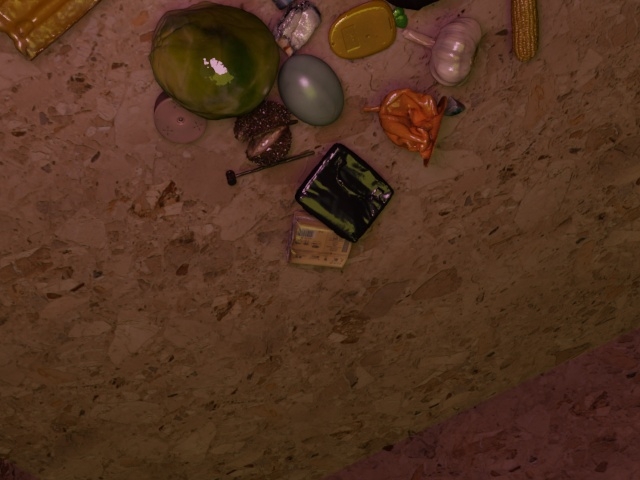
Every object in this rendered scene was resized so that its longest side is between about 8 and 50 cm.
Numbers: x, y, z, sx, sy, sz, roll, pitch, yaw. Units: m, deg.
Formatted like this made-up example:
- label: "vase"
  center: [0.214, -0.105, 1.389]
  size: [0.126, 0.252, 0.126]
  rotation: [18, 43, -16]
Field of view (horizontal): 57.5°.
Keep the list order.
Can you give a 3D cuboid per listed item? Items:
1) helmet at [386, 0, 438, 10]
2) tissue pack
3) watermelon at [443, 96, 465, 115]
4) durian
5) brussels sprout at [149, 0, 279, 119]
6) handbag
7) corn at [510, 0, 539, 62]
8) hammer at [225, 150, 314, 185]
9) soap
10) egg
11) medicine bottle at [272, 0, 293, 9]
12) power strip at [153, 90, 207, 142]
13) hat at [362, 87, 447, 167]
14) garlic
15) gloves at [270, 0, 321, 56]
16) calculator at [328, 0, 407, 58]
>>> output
- label: "helmet"
  center: [0.206, -0.710, 1.489]
  size: [0.305, 0.225, 0.177]
  rotation: [20, 149, -14]
- label: "tissue pack"
  center: [0.000, 0.000, 2.022]
  size: [0.222, 0.090, 0.186]
  rotation: [4, 121, -17]
- label: "watermelon"
  center: [0.417, -0.424, 1.829]
  size: [0.085, 0.085, 0.061]
  rotation: [-21, 92, 3]
- label: "durian"
  center: [-0.153, -0.320, 1.718]
  size: [0.196, 0.167, 0.196]
  rotation: [-17, 129, -22]
- label: "brussels sprout"
  center: [-0.274, -0.461, 1.515]
  size: [0.344, 0.344, 0.268]
  rotation: [-7, 136, -7]
- label: "handbag"
  center: [0.079, -0.152, 1.895]
  size: [0.275, 0.088, 0.244]
  rotation: [37, 94, -19]
- label: "corn"
  center: [0.596, -0.633, 1.700]
  size: [0.080, 0.080, 0.238]
  rotation: [-17, 129, 0]
- label: "hammer"
  center: [-0.157, -0.237, 1.847]
  size: [0.292, 0.058, 0.029]
  rotation: [-17, 133, -5]
- label: "soap"
  center: [-0.669, -0.648, 1.368]
  size: [0.335, 0.156, 0.293]
  rotation: [-35, 122, 13]
- label: "egg"
  center: [-0.025, -0.424, 1.660]
  size: [0.168, 0.168, 0.231]
  rotation: [-33, 132, 12]
- label: "medicine bottle"
  center: [-0.049, -0.693, 1.512]
  size: [0.203, 0.083, 0.083]
  rotation: [-34, 125, 14]
- label: "power strip"
  center: [-0.404, -0.360, 1.680]
  size: [0.154, 0.078, 0.154]
  rotation: [-6, 129, -8]
- label: "hat"
  center: [0.236, -0.359, 1.760]
  size: [0.233, 0.233, 0.244]
  rotation: [16, 81, 1]
- label: "garlic"
  center: [0.337, -0.547, 1.673]
  size: [0.226, 0.199, 0.199]
  rotation: [19, 123, 8]
- label: "gloves"
  center: [-0.071, -0.587, 1.589]
  size: [0.153, 0.070, 0.114]
  rotation: [-43, 136, 19]
- label: "calculator"
  center: [0.136, -0.597, 1.654]
  size: [0.235, 0.032, 0.146]
  rotation: [-21, 127, 1]
